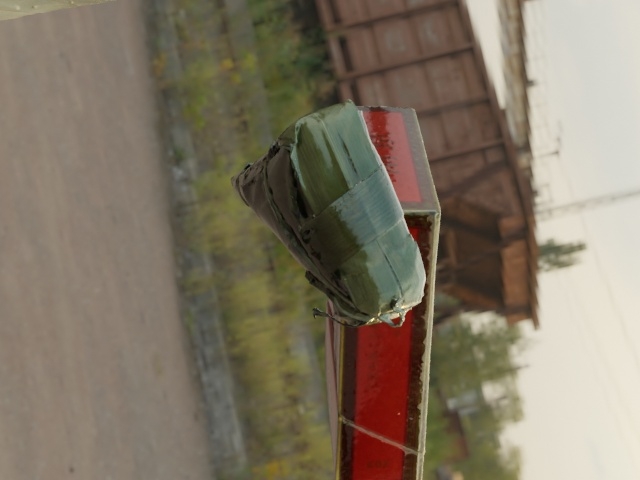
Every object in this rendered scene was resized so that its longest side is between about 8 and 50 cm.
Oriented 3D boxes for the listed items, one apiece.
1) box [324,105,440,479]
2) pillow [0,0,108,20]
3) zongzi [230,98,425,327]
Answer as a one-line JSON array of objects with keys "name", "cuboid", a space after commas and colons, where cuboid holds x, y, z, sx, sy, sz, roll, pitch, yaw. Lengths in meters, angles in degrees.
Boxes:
[{"name": "box", "cuboid": [0.040, 0.042, 0.976, 0.153, 0.074, 0.240, -103, -168, -57]}, {"name": "pillow", "cuboid": [-0.228, -0.218, 1.025, 0.128, 0.229, 0.051, 76, 9, -56]}, {"name": "zongzi", "cuboid": [0.000, 0.000, 0.668, 0.119, 0.055, 0.109, -31, -99, 61]}]
